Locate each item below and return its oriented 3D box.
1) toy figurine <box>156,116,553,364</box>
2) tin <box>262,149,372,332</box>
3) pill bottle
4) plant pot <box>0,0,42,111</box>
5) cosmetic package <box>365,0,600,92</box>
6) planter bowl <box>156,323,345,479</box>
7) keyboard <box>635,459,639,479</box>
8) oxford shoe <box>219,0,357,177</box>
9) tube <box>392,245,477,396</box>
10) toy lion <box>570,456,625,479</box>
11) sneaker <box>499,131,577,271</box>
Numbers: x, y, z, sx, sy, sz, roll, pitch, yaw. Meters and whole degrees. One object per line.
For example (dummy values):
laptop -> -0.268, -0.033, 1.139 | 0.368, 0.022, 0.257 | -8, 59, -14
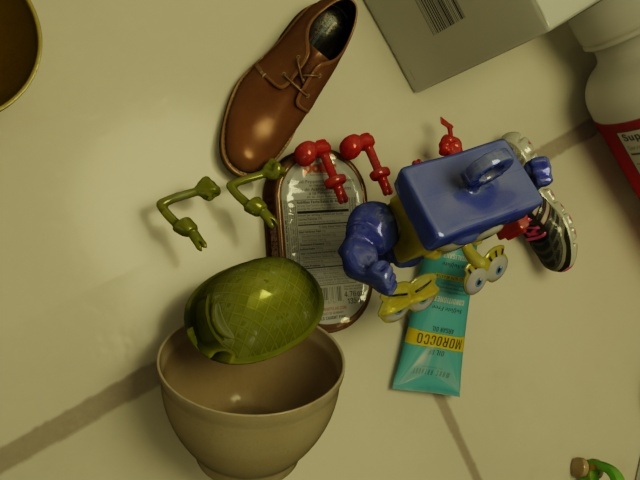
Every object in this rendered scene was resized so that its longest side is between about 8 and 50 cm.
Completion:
toy figurine -> 0.063, -0.038, 0.611 | 0.363, 0.217, 0.191 | -16, 79, -25
tin -> 0.000, 0.000, 0.738 | 0.106, 0.040, 0.189 | -4, 89, -28
pill bottle -> 0.456, -0.135, 0.837 | 0.229, 0.229, 0.407 | -39, 102, -20
plant pot -> -0.297, -0.152, 0.583 | 0.134, 0.095, 0.134 | 1, 86, -24
cosmetic package -> 0.201, -0.279, 0.735 | 0.225, 0.224, 0.138 | -35, 100, -21
planter bowl -> -0.063, 0.148, 0.651 | 0.162, 0.162, 0.109 | -6, 117, -24
keyboard -> 0.410, 0.363, 0.912 | 0.072, 0.014, 0.256 | 22, 79, -26
oxford shoe -> -0.031, -0.156, 0.711 | 0.076, 0.076, 0.212 | 33, 77, -21
tube -> 0.131, 0.063, 0.789 | 0.080, 0.052, 0.207 | 11, 88, -12
toy lion -> 0.326, 0.306, 0.830 | 0.034, 0.096, 0.100 | 13, 82, -23
sneaker -> 0.226, -0.034, 0.824 | 0.075, 0.063, 0.170 | -27, 93, -23
